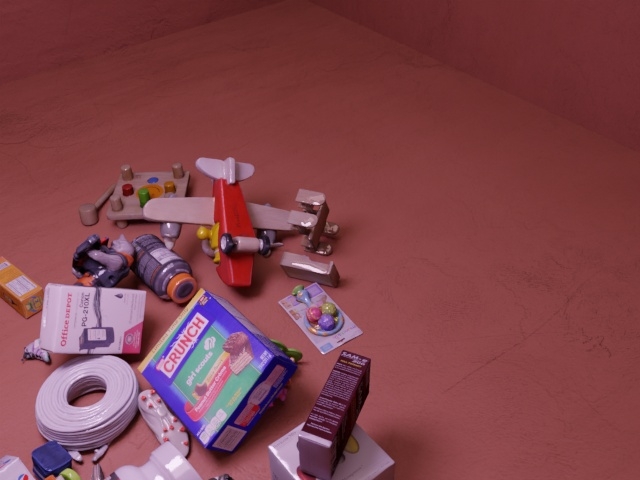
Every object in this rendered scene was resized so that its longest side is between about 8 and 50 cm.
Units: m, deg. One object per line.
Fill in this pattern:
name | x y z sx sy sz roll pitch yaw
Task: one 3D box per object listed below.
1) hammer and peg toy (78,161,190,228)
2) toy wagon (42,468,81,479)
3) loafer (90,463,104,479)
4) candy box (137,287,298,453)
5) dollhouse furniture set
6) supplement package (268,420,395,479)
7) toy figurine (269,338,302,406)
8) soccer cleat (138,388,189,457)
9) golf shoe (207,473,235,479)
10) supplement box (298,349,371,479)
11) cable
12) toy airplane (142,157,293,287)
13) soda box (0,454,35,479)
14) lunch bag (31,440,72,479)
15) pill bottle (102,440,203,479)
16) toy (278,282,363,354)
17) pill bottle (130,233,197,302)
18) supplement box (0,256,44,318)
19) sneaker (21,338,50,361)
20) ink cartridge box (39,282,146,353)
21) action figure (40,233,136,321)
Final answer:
hammer and peg toy | -0.643 -0.163 2.330 0.361 0.127 0.266 -2 40 0
toy wagon | -0.599 0.556 1.331 0.068 0.344 0.267 53 39 -1
loafer | -0.505 0.562 1.515 0.039 0.045 0.125 -21 45 -11
candy box | -0.257 0.312 1.656 0.317 0.122 0.268 35 86 38
dollhouse furniture set | 0.000 0.000 2.048 0.160 0.212 0.242 12 68 19
supplement package | 0.023 0.506 1.472 0.194 0.149 0.203 -28 47 -28
toy figurine | -0.129 0.354 1.721 0.173 0.130 0.159 14 50 -19
soccer cleat | -0.380 0.449 1.633 0.068 0.076 0.196 -24 64 -34
golf shoe | -0.237 0.601 1.444 0.093 0.077 0.198 -12 35 16
supplement box | 0.033 0.365 1.422 0.073 0.130 0.239 15 43 17
cable | -0.580 0.397 1.679 0.257 0.089 0.257 20 45 25
toy airplane | -0.298 -0.061 2.062 0.386 0.272 0.384 39 45 -2
soda box | -0.679 0.517 1.457 0.074 0.069 0.216 -37 6 -34
lunch bag | -0.616 0.521 1.553 0.098 0.065 0.067 28 33 33
pill bottle | -0.398 0.580 1.324 0.363 0.210 0.210 -38 51 -25
toy | -0.003 0.204 1.913 0.136 0.056 0.237 -26 45 -24
pill bottle | -0.471 0.090 2.015 0.130 0.130 0.245 -30 47 -30
supplement box | -0.919 0.139 2.020 0.233 0.078 0.080 30 46 32
sneaker | -0.780 0.313 1.836 0.069 0.038 0.098 -27 36 -25
ink cartridge box | -0.592 0.206 1.760 0.237 0.172 0.100 8 -5 -41
action figure | -0.652 0.129 1.939 0.178 0.341 0.330 37 70 -5
